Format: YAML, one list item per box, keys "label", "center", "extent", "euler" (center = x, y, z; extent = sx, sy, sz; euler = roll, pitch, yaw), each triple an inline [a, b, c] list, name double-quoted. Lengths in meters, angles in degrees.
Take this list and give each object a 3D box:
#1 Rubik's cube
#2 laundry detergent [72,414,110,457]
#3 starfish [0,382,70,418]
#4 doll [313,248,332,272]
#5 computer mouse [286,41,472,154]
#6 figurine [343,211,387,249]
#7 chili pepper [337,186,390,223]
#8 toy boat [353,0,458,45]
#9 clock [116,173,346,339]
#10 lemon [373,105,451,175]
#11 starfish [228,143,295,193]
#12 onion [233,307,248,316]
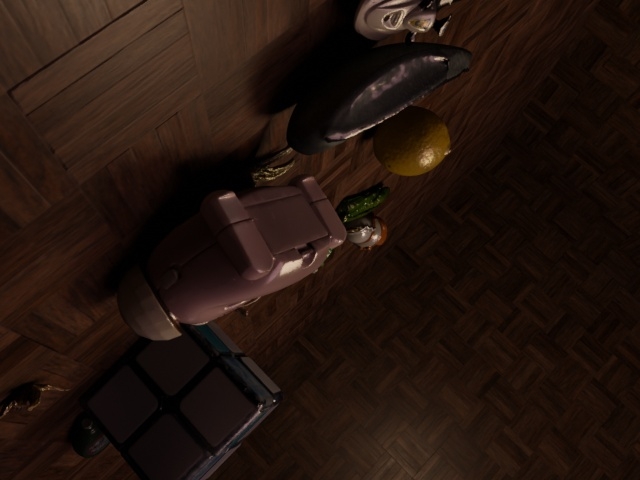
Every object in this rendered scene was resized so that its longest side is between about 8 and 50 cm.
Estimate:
- label: "Rubik's cube"
  center: [-0.317, 0.389, 1.421]
  extent: [0.313, 0.316, 0.318]
  euler: [-45, 167, -5]
- label: "laundry detergent"
  center: [-0.564, 0.472, 1.472]
  extent: [0.137, 0.063, 0.211]
  euler: [-43, 166, -30]
- label: "starfish"
  center: [-0.511, 0.275, 1.043]
  extent: [0.133, 0.041, 0.130]
  euler: [-22, 179, 36]
- label: "doll"
  center: [0.006, 0.051, 2.055]
  extent: [0.190, 0.050, 0.115]
  euler: [-47, 165, -4]
- label: "computer mouse"
  center: [0.094, -0.269, 0.998]
  extent: [0.374, 0.114, 0.203]
  euler: [-33, -165, -24]
- label: "figurine"
  center: [0.148, -0.029, 2.083]
  extent: [0.143, 0.143, 0.271]
  euler: [-52, 168, 28]
- label: "chili pepper"
  center: [0.158, -0.128, 1.947]
  extent: [0.359, 0.076, 0.084]
  euler: [-26, 132, -58]
- label: "toy boat"
  center: [0.158, -0.389, 0.918]
  extent: [0.269, 0.141, 0.140]
  euler: [-55, 175, -35]
- label: "clock"
  center: [-0.159, 0.037, 1.038]
  extent: [0.326, 0.184, 0.342]
  euler: [-32, 168, 33]
- label: "lemon"
  center: [0.229, -0.248, 1.469]
  extent: [0.178, 0.203, 0.178]
  euler: [18, 90, -73]
- label: "starfish"
  center: [-0.107, -0.117, 1.072]
  extent: [0.176, 0.053, 0.208]
  euler: [-28, 170, -45]
- label: "onion"
  center: [-0.221, 0.134, 1.319]
  extent: [0.150, 0.140, 0.150]
  euler: [-47, 171, -9]
